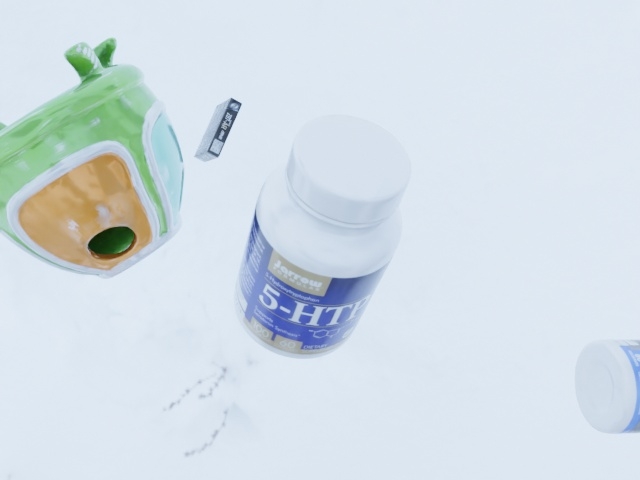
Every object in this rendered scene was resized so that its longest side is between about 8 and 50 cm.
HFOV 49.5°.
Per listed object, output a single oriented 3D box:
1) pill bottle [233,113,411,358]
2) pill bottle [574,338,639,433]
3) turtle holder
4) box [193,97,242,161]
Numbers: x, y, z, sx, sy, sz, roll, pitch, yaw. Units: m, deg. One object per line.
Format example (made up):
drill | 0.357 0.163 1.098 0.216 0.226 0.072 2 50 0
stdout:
pill bottle | 0.000 0.000 0.537 0.112 0.112 0.186 8 139 -11
pill bottle | 0.296 0.123 0.588 0.137 0.078 0.078 1 118 -11
turtle holder | -0.286 -0.082 0.836 0.243 0.320 0.227 -40 108 -22
box | -0.142 -0.151 0.955 0.018 0.067 0.083 26 78 -23
